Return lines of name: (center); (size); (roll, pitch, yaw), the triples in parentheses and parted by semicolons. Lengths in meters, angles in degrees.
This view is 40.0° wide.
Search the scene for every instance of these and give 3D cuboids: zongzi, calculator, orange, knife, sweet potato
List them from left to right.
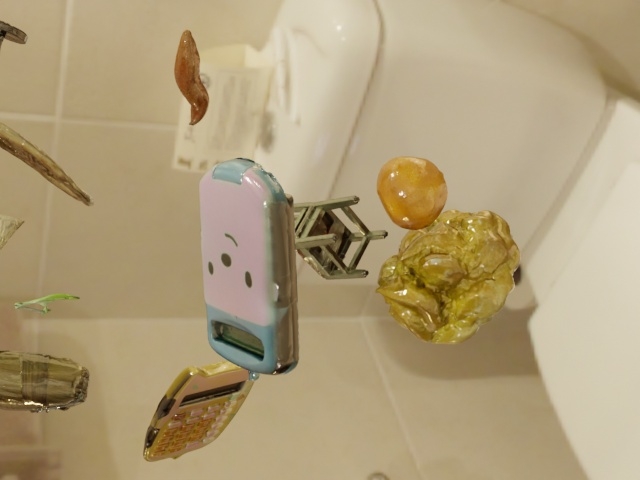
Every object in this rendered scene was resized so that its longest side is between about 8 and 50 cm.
zongzi: (-0.552, 0.286, 1.709); (0.242, 0.221, 0.112); (108, 171, -68)
knife: (-0.537, 0.120, 1.748); (0.166, 0.078, 0.022); (-17, 69, 38)
sweet potato: (-0.261, -0.326, 1.761); (0.058, 0.055, 0.202); (25, 138, 35)
calculator: (-0.183, 0.252, 1.312); (0.033, 0.157, 0.236); (51, 129, 30)
calculator: (-0.094, 0.041, 1.121); (0.173, 0.051, 0.293); (13, 110, 48)
orange: (0.188, -0.100, 1.787); (0.159, 0.136, 0.159); (64, 178, 4)

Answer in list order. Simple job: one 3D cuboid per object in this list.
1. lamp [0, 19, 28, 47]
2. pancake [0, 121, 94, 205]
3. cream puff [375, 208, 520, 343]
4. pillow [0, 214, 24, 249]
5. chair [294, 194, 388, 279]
lamp: (-0.764, -0.341, 2.091); (0.130, 0.108, 0.371); (17, 106, 36)
pancake: (-0.500, -0.138, 1.562); (0.031, 0.250, 0.250); (-55, 19, -11)
cream puff: (0.271, 0.059, 1.999); (0.324, 0.257, 0.291); (-50, 33, 30)
pillow: (-0.798, 0.021, 2.029); (0.050, 0.148, 0.229); (72, -153, -42)
chair: (0.000, 0.000, 2.041); (0.270, 0.147, 0.136); (-7, 45, 44)
